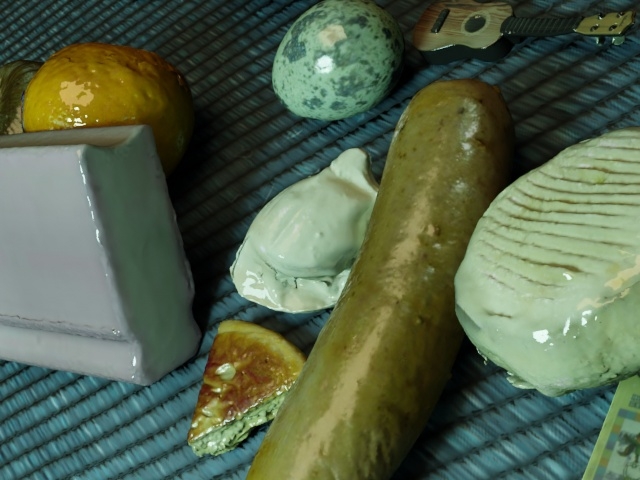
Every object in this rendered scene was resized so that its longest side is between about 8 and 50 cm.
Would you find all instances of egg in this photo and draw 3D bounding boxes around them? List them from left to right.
[{"bbox_3d":[0.017,-0.202,1.120,0.172,0.132,0.132,-29,46,36],"label":"egg"}]

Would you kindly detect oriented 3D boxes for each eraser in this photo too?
[{"bbox_3d":[-0.324,0.011,1.145,0.359,0.272,0.122,3,23,37],"label":"eraser"}]

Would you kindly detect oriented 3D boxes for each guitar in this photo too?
[{"bbox_3d":[0.216,-0.224,1.047,0.271,0.038,0.084,13,70,44],"label":"guitar"}]

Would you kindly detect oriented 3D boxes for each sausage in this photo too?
[{"bbox_3d":[0.068,0.068,0.897,0.136,0.123,0.501,20,74,11],"label":"sausage"}]

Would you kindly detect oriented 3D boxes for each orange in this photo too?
[{"bbox_3d":[-0.268,-0.155,1.248,0.219,0.219,0.193,-11,88,31],"label":"orange"}]

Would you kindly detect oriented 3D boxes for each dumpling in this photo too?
[{"bbox_3d":[0.000,0.000,1.014,0.136,0.118,0.199,45,101,21],"label":"dumpling"}]

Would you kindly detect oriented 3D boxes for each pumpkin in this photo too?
[{"bbox_3d":[-0.444,-0.163,1.399,0.219,0.162,0.219,-18,53,26],"label":"pumpkin"}]

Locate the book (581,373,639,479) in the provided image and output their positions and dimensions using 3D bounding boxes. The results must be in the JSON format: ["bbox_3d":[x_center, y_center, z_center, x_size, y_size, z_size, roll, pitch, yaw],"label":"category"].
[{"bbox_3d":[0.298,0.150,0.750,0.168,0.013,0.192,11,68,42],"label":"book"}]

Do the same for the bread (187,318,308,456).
[{"bbox_3d":[-0.078,0.136,1.016,0.154,0.054,0.136,-32,48,8],"label":"bread"}]

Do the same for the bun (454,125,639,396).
[{"bbox_3d":[0.222,0.028,0.789,0.239,0.141,0.239,-37,22,18],"label":"bun"}]
